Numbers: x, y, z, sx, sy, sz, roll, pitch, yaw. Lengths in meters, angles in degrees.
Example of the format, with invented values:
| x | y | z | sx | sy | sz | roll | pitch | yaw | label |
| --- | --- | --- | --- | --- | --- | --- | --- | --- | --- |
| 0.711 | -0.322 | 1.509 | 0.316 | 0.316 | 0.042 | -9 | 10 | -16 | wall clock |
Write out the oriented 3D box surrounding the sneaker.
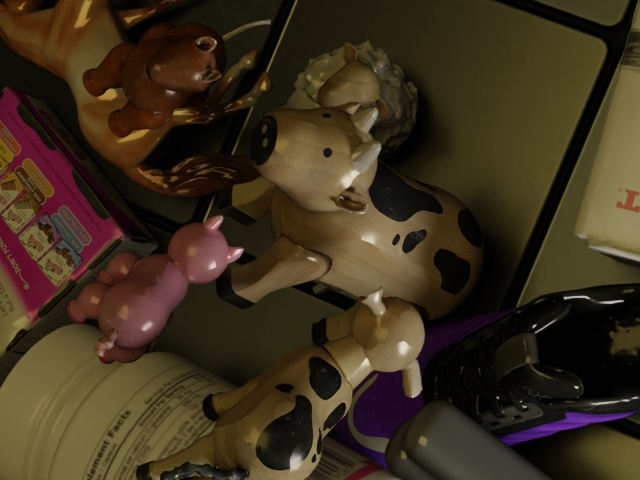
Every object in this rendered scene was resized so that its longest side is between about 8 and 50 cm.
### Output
| x | y | z | sx | sy | sz | roll | pitch | yaw | label |
| --- | --- | --- | --- | --- | --- | --- | --- | --- | --- |
| 0.132 | 0.083 | 1.275 | 0.293 | 0.146 | 0.102 | -17 | 77 | 17 | sneaker |

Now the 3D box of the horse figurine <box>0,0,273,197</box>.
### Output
| x | y | z | sx | sy | sz | roll | pitch | yaw | label |
| --- | --- | --- | --- | --- | --- | --- | --- | --- | --- |
| -0.137 | -0.129 | 1.448 | 0.174 | 0.066 | 0.263 | -32 | 71 | 7 | horse figurine |

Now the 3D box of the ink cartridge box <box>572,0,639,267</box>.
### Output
| x | y | z | sx | sy | sz | roll | pitch | yaw | label |
| --- | --- | --- | --- | --- | --- | --- | --- | --- | --- |
| 0.319 | -0.111 | 1.243 | 0.223 | 0.129 | 0.307 | 16 | 88 | 21 | ink cartridge box |

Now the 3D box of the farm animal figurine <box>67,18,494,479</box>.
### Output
| x | y | z | sx | sy | sz | roll | pitch | yaw | label |
| --- | --- | --- | --- | --- | --- | --- | --- | --- | --- |
| 0.000 | 0.000 | 1.233 | 0.172 | 0.326 | 0.330 | -23 | 71 | 34 | farm animal figurine |

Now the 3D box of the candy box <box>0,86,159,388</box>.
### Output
| x | y | z | sx | sy | sz | roll | pitch | yaw | label |
| --- | --- | --- | --- | --- | --- | --- | --- | --- | --- |
| -0.261 | 0.021 | 1.468 | 0.233 | 0.071 | 0.159 | -42 | 71 | 9 | candy box |

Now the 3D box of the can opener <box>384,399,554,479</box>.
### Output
| x | y | z | sx | sy | sz | roll | pitch | yaw | label |
| --- | --- | --- | --- | --- | --- | --- | --- | --- | --- |
| 0.180 | 0.186 | 1.249 | 0.283 | 0.076 | 0.095 | 37 | 64 | -2 | can opener |

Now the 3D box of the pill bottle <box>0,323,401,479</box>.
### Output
| x | y | z | sx | sy | sz | roll | pitch | yaw | label |
| --- | --- | --- | --- | --- | --- | --- | --- | --- | --- |
| -0.087 | 0.175 | 1.331 | 0.283 | 0.160 | 0.160 | 27 | 92 | 27 | pill bottle |
